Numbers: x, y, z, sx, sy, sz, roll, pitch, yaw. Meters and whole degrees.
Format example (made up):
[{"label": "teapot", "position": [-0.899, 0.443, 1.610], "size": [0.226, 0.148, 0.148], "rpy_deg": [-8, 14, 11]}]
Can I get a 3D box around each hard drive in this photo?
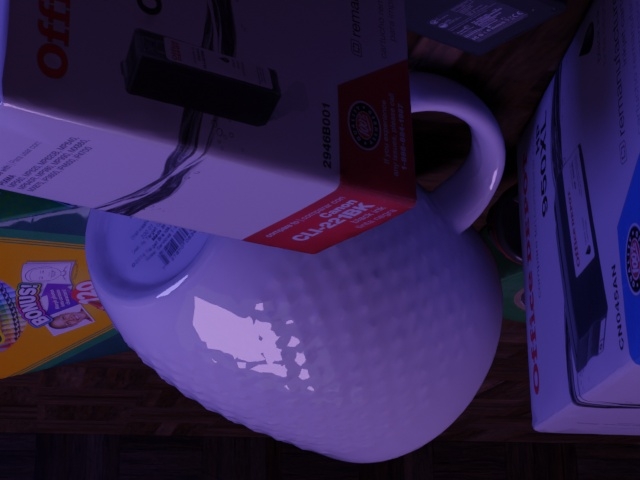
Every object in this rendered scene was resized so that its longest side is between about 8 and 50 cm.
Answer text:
[{"label": "hard drive", "position": [0.093, -0.172, 0.823], "size": [0.135, 0.022, 0.094], "rpy_deg": [12, 158, -35]}]

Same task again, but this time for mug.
[{"label": "mug", "position": [0.000, 0.000, 1.031], "size": [0.374, 0.276, 0.328], "rpy_deg": [-41, 139, 17]}]

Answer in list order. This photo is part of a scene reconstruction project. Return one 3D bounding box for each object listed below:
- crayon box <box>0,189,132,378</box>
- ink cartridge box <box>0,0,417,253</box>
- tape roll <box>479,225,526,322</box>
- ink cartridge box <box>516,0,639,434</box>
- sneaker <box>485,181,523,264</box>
[{"label": "crayon box", "position": [-0.282, 0.027, 1.166], "size": [0.165, 0.081, 0.278], "rpy_deg": [-12, 147, -8]}, {"label": "ink cartridge box", "position": [-0.084, -0.119, 0.697], "size": [0.273, 0.197, 0.114], "rpy_deg": [11, 157, -35]}, {"label": "tape roll", "position": [0.345, 0.028, 1.373], "size": [0.321, 0.077, 0.321], "rpy_deg": [0, 163, 0]}, {"label": "ink cartridge box", "position": [0.270, -0.020, 0.877], "size": [0.166, 0.285, 0.395], "rpy_deg": [1, 162, -2]}, {"label": "sneaker", "position": [0.289, -0.028, 1.170], "size": [0.276, 0.098, 0.135], "rpy_deg": [-7, 179, -11]}]
